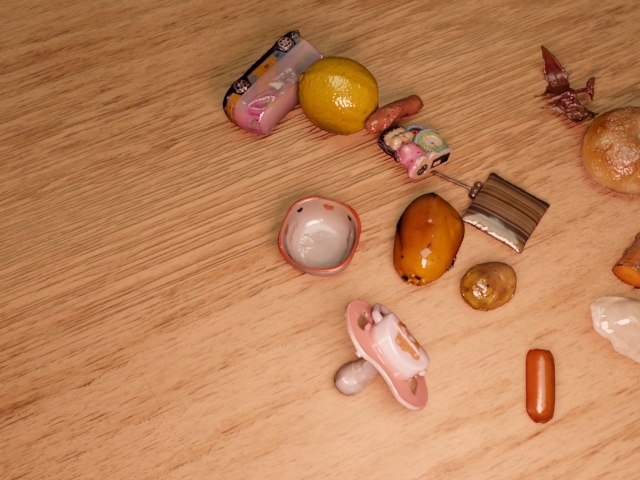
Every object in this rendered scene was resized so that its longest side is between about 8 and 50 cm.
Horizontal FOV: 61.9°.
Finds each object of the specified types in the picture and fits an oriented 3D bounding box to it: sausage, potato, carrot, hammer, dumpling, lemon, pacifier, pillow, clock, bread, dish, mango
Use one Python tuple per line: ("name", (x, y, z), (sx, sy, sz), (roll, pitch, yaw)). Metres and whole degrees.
("sausage", (0.588, 0.387, 1.427), (0.076, 0.076, 0.198), (6, 67, 6))
("potato", (0.476, 0.130, 1.525), (0.175, 0.137, 0.137), (-8, 63, -24))
("carrot", (0.966, 0.026, 1.570), (0.102, 0.102, 0.263), (41, 68, 19))
("hammer", (0.383, -0.218, 1.741), (0.292, 0.029, 0.058), (28, 68, 17))
("dumpling", (0.847, 0.240, 1.451), (0.250, 0.132, 0.162), (24, 59, -3))
("lemon", (0.061, -0.474, 1.753), (0.267, 0.267, 0.268), (-1, 66, 3))
("pacifier", (0.159, 0.308, 1.407), (0.273, 0.220, 0.332), (-40, 93, -13))
("sausage", (0.243, -0.420, 1.755), (0.078, 0.078, 0.304), (38, 43, 18))
("pillow", (0.573, -0.087, 1.654), (0.208, 0.052, 0.212), (33, 68, 13))
("clock", (0.304, -0.303, 1.732), (0.194, 0.100, 0.195), (-27, 59, -26))
("bread", (0.974, -0.290, 1.666), (0.305, 0.159, 0.306), (-1, 65, 1))
("dish", (0.000, 0.000, 1.610), (0.256, 0.117, 0.256), (-1, 66, 2))
("mango", (0.314, -0.001, 1.577), (0.201, 0.153, 0.287), (7, 61, 23))

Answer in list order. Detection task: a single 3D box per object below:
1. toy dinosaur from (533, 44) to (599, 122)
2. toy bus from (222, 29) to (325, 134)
("toy dinosaur", (0.824, -0.499, 1.777), (0.206, 0.113, 0.327), (8, 59, 18))
("toy bus", (-0.150, -0.526, 1.830), (0.162, 0.171, 0.386), (37, 74, 18))
